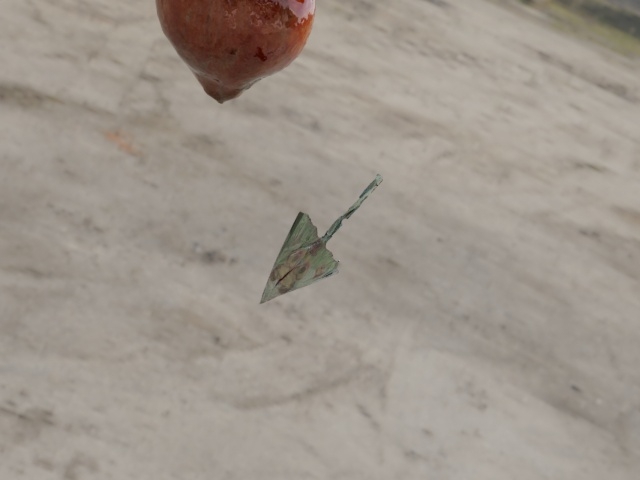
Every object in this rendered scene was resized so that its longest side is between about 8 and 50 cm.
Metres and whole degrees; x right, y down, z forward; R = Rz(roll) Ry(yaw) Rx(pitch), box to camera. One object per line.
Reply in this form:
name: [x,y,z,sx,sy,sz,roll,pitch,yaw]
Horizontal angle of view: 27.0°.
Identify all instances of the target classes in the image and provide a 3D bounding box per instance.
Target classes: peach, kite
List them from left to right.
peach: [-0.124,-0.321,1.902,0.232,0.256,0.232,14,8,-2]
kite: [0.001,0.001,1.873,0.012,0.250,0.229,44,-3,24]
